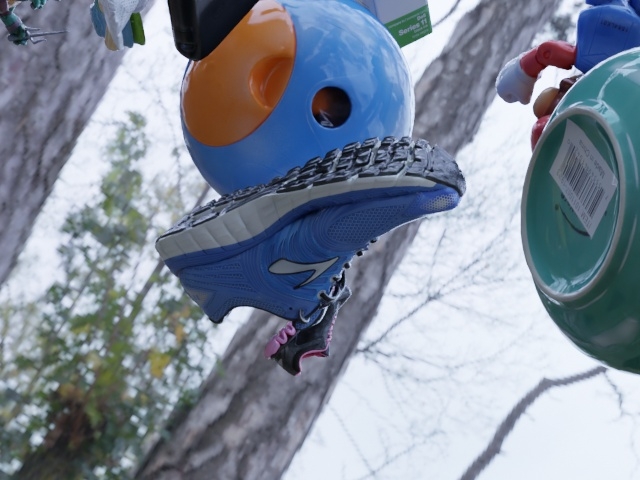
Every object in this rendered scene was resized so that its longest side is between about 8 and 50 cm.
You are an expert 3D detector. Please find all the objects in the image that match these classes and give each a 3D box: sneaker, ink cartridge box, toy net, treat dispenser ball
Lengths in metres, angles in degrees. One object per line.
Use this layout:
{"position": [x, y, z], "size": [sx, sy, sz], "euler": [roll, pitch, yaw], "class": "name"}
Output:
{"position": [0.000, 0.000, 1.047], "size": [0.329, 0.130, 0.147], "euler": [-19, -74, 27], "class": "sneaker"}
{"position": [0.071, -0.388, 1.442], "size": [0.153, 0.086, 0.208], "euler": [51, -17, 47], "class": "ink cartridge box"}
{"position": [-0.184, -0.230, 0.931], "size": [0.232, 0.045, 0.122], "euler": [-147, -137, -71], "class": "toy net"}
{"position": [-0.028, -0.163, 1.272], "size": [0.288, 0.288, 0.288], "euler": [18, -36, 14], "class": "treat dispenser ball"}
{"position": [-0.004, 0.099, 1.123], "size": [0.057, 0.119, 0.047], "euler": [43, -15, 14], "class": "sneaker"}

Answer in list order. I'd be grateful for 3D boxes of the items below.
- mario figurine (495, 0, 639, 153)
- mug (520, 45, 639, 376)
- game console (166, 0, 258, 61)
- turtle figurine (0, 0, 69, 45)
{"position": [0.337, -0.218, 1.230], "size": [0.170, 0.321, 0.198], "euler": [6, 19, -34], "class": "mario figurine"}
{"position": [0.133, -0.009, 0.415], "size": [0.097, 0.130, 0.157], "euler": [4, -9, -18], "class": "mug"}
{"position": [-0.026, -0.366, 0.885], "size": [0.060, 0.342, 0.386], "euler": [30, -20, 10], "class": "game console"}
{"position": [-0.468, -0.346, 1.535], "size": [0.118, 0.234, 0.175], "euler": [61, -16, 4], "class": "turtle figurine"}
